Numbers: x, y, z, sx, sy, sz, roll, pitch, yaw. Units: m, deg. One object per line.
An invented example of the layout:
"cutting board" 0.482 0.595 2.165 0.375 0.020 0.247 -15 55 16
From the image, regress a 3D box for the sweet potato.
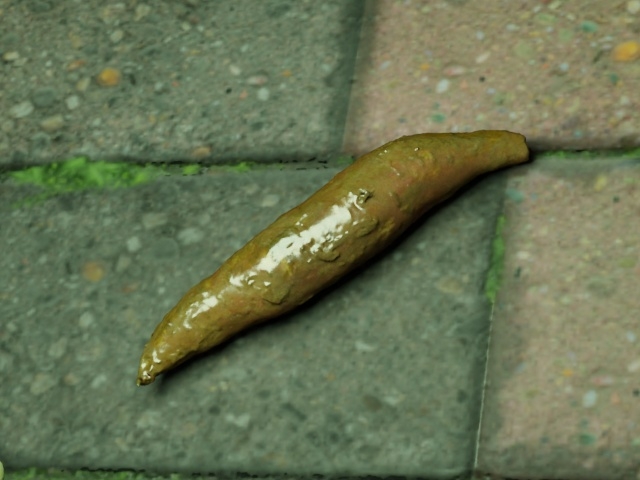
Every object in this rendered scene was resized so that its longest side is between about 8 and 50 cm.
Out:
"sweet potato" 0.000 0.000 1.190 0.314 0.072 0.066 -34 69 -7

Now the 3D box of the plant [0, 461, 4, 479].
"plant" -0.302 0.219 1.049 0.297 0.306 0.261 13 92 55
